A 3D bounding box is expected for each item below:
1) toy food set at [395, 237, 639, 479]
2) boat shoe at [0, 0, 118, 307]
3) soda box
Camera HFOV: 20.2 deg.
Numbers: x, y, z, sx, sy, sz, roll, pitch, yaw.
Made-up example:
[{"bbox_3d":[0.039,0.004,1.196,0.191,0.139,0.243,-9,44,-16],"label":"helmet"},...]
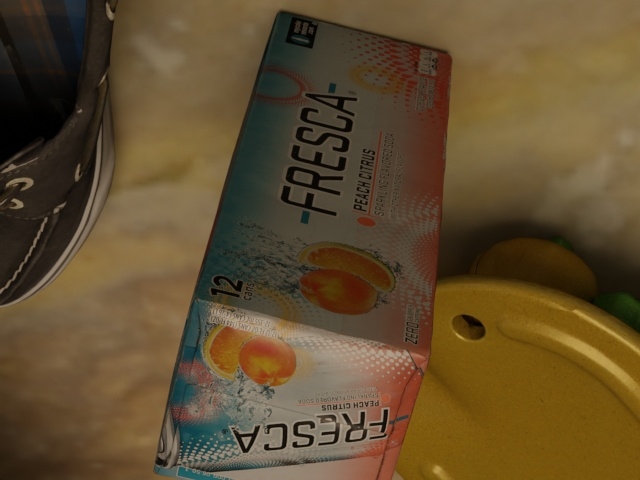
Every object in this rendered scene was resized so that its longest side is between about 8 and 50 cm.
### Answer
[{"bbox_3d":[0.108,0.074,0.631,0.128,0.071,0.218,-22,116,43],"label":"toy food set"},{"bbox_3d":[-0.097,-0.048,0.545,0.080,0.076,0.228,24,133,-3],"label":"boat shoe"},{"bbox_3d":[0.000,0.000,0.523,0.063,0.183,0.058,14,120,-2],"label":"soda box"}]
